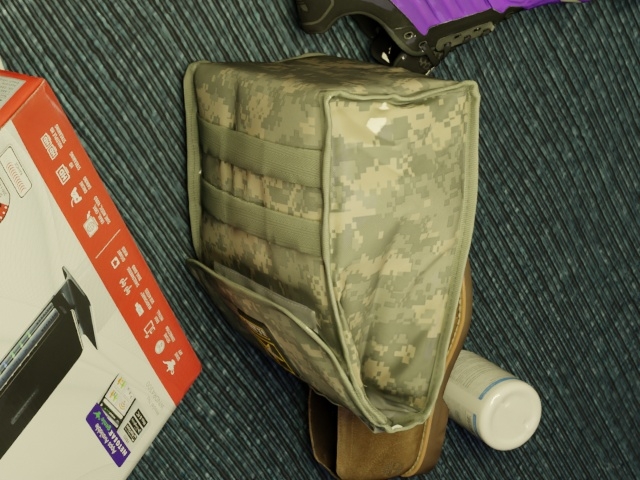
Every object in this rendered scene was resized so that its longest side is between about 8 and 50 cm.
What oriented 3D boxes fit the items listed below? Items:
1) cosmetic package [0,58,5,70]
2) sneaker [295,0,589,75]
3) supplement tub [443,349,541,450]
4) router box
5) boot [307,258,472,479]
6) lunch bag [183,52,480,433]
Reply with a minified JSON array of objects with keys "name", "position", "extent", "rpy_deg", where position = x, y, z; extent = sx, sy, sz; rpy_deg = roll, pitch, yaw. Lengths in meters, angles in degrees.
[{"name":"cosmetic package","position":[-0.386,-0.210,0.843],"extent":[0.284,0.097,0.377],"rpy_deg":[-39,122,-43]},{"name":"sneaker","position":[0.107,-0.210,1.152],"extent":[0.293,0.102,0.146],"rpy_deg":[4,99,-19]},{"name":"supplement tub","position":[0.158,0.154,1.274],"extent":[0.071,0.107,0.071],"rpy_deg":[-7,108,-24]},{"name":"router box","position":[-0.248,0.098,0.954],"extent":[0.301,0.082,0.335],"rpy_deg":[-56,144,-30]},{"name":"boot","position":[0.059,0.085,1.200],"extent":[0.115,0.112,0.305],"rpy_deg":[-5,109,-32]},{"name":"lunch bag","position":[0.000,0.000,1.080],"extent":[0.169,0.235,0.287],"rpy_deg":[-9,108,-29]}]
